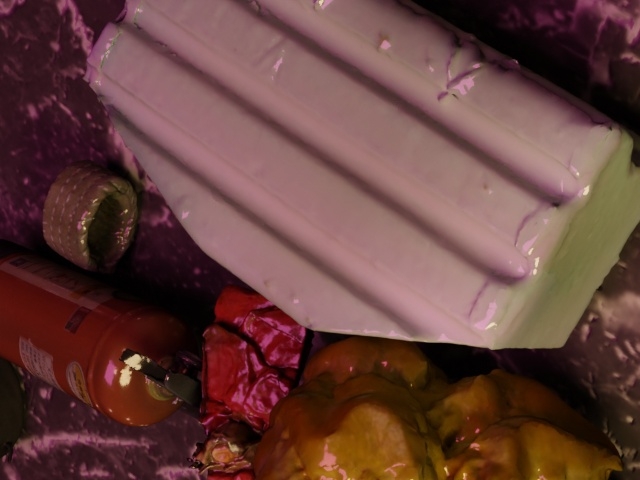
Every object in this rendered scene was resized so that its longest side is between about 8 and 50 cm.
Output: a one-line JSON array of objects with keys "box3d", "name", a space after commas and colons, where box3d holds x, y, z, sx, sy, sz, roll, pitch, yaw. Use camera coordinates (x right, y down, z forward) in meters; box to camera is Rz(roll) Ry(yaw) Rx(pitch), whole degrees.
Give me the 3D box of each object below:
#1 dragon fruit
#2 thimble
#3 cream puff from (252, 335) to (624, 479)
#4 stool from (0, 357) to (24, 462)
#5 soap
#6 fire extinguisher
[{"box3d": [-0.068, 0.137, 1.585, 0.092, 0.122, 0.192, 13, 78, 4], "name": "dragon fruit"}, {"box3d": [-0.224, -0.020, 1.757, 0.062, 0.084, 0.110, 28, 132, 30], "name": "thimble"}, {"box3d": [0.117, 0.218, 1.455, 0.257, 0.291, 0.324, -23, 69, 18], "name": "cream puff"}, {"box3d": [-0.433, 0.178, 1.947, 0.228, 0.139, 0.153, 14, 110, 31], "name": "stool"}, {"box3d": [0.022, -0.076, 1.459, 0.446, 0.156, 0.261, 34, 101, 26], "name": "soap"}, {"box3d": [-0.197, 0.101, 1.741, 0.376, 0.200, 0.113, 20, 96, 45], "name": "fire extinguisher"}]
